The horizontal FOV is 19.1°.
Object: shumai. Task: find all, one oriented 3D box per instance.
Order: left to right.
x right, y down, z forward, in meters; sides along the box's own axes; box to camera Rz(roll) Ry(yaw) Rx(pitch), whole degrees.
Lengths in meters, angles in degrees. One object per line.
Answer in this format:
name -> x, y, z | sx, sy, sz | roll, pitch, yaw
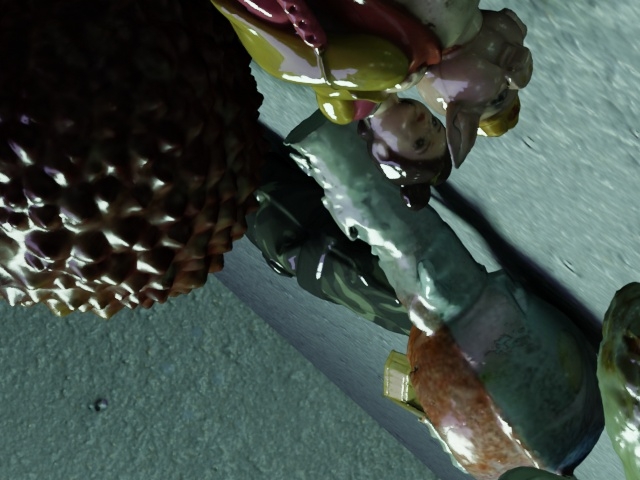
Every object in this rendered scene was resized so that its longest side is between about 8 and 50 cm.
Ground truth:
shumai -> 0.201, 0.120, 1.059 | 0.184, 0.142, 0.184 | 39, 173, 6

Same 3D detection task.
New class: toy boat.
toy boat -> 0.125, 0.156, 1.990 | 0.064, 0.072, 0.206 | 20, 172, 32

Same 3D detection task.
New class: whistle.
whistle -> 0.094, 0.053, 1.352 | 0.346, 0.134, 0.142 | 53, -148, -15

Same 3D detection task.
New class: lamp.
lamp -> 0.024, -0.103, 0.801 | 0.118, 0.118, 0.253 | 33, 162, 54

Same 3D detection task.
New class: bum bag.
bum bag -> 0.000, 0.000, 1.670 | 0.144, 0.095, 0.340 | 28, -173, -46

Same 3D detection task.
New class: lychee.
lychee -> -0.185, -0.085, 1.367 | 0.330, 0.306, 0.306 | 44, 174, -39

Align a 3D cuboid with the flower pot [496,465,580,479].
flower pot -> 0.221, 0.287, 1.312 | 0.254, 0.164, 0.367 | 27, 172, 19
